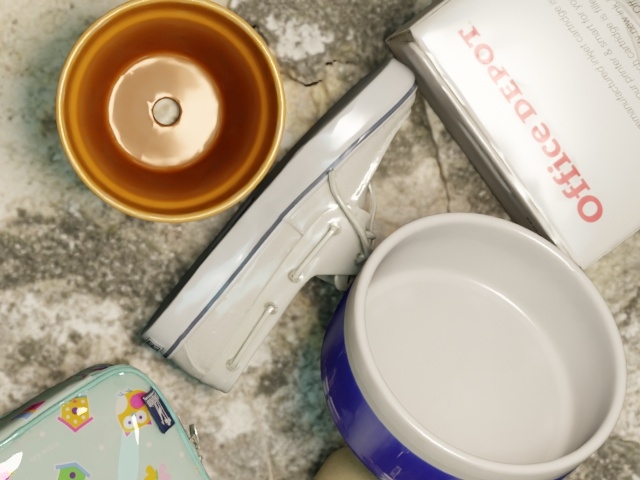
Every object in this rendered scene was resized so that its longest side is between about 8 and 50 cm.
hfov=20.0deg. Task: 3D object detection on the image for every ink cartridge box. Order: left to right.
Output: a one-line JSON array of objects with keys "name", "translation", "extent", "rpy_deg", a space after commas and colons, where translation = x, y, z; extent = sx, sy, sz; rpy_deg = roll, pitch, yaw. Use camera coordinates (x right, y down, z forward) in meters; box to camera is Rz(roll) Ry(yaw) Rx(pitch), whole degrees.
[{"name": "ink cartridge box", "translation": [0.304, -0.200, 1.763], "extent": [0.395, 0.166, 0.285], "rpy_deg": [-37, 97, -4]}]

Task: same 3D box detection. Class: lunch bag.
[{"name": "lunch bag", "translation": [-0.233, 0.259, 1.714], "extent": [0.279, 0.108, 0.224], "rpy_deg": [-32, 98, -23]}]

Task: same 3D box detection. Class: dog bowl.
[{"name": "dog bowl", "translation": [0.138, 0.111, 1.642], "extent": [0.265, 0.104, 0.264], "rpy_deg": [11, 56, -16]}]

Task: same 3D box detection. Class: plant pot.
[{"name": "plant pot", "translation": [-0.144, -0.123, 1.701], "extent": [0.205, 0.188, 0.205], "rpy_deg": [0, 94, -7]}]

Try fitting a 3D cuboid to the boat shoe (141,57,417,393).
[{"name": "boat shoe", "translation": [0.000, 0.002, 1.753], "extent": [0.156, 0.136, 0.367], "rpy_deg": [40, 91, -7]}]

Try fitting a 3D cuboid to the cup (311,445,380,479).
[{"name": "cup", "translation": [0.085, 0.322, 1.715], "extent": [0.331, 0.331, 0.237], "rpy_deg": [5, 70, -7]}]
